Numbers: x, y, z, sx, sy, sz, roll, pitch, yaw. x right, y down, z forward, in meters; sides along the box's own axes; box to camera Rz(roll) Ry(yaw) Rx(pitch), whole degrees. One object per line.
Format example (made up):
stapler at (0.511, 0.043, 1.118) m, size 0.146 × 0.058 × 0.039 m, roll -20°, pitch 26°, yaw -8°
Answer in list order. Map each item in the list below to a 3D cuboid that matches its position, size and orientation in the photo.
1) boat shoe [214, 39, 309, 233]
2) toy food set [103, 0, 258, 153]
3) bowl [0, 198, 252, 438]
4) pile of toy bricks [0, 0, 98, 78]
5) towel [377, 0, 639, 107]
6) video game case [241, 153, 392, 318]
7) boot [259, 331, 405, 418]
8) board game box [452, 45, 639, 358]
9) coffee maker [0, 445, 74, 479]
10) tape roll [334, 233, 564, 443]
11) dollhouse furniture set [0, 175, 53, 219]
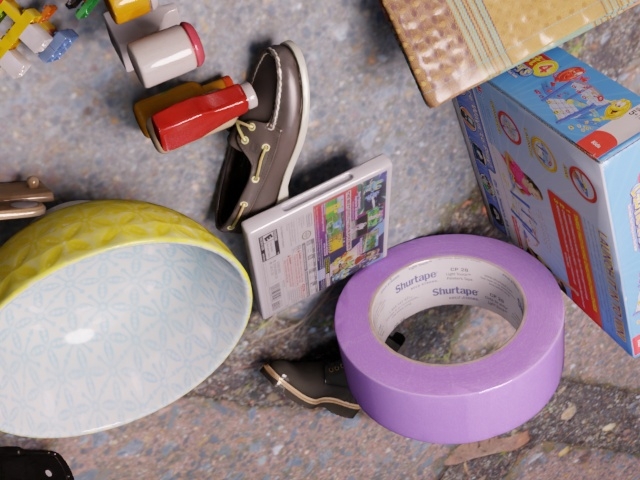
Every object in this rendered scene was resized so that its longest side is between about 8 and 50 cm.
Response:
boat shoe at (-0.066, -0.102, 0.936) m, size 0.068 × 0.081 × 0.228 m, roll -8°, pitch 128°, yaw -28°
toy food set at (-0.121, -0.157, 0.800) m, size 0.104 × 0.111 × 0.232 m, roll -25°, pitch 157°, yaw -13°
bowl at (-0.230, 0.052, 0.893) m, size 0.289 × 0.156 × 0.290 m, roll -20°, pitch 143°, yaw -16°
pile of toy bricks at (-0.223, -0.251, 0.750) m, size 0.105 × 0.118 × 0.212 m, roll 45°, pitch 109°, yaw -7°
towel at (0.214, -0.333, 0.890) m, size 0.370 × 0.040 × 0.272 m, roll -29°, pitch 104°, yaw -5°
video game case at (0.000, 0.000, 1.036) m, size 0.183 × 0.023 × 0.201 m, roll -27°, pitch 150°, yaw -14°
boot at (0.019, 0.155, 1.181) m, size 0.137 × 0.077 × 0.198 m, roll -54°, pitch 143°, yaw 8°
board game box at (0.277, -0.068, 1.000) m, size 0.086 × 0.302 × 0.308 m, roll -31°, pitch 132°, yaw -5°
coffee maker at (-0.403, 0.345, 1.065) m, size 0.171 × 0.120 × 0.178 m, roll 20°, pitch 112°, yaw -12°
tape roll at (0.158, 0.113, 1.081) m, size 0.274 × 0.275 × 0.090 m, roll -23°, pitch 129°, yaw -12°
dollhouse furniture set at (-0.300, -0.098, 0.790) m, size 0.123 × 0.144 × 0.151 m, roll -7°, pitch 111°, yaw -30°
